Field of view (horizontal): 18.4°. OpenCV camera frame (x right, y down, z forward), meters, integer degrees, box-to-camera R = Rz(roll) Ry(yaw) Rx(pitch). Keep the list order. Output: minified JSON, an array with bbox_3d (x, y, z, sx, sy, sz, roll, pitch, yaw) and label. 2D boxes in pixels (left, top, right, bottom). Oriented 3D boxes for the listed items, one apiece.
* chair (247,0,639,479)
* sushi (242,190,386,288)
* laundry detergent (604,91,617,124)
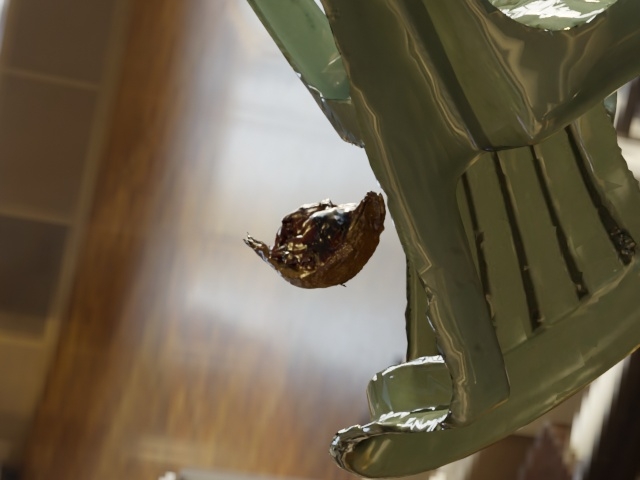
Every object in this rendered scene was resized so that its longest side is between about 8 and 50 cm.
[{"bbox_3d":[0.062,-0.065,0.565,0.190,0.203,0.274,0,116,64],"label":"chair"},{"bbox_3d":[0.000,0.000,1.168,0.099,0.047,0.050,-26,47,25],"label":"sushi"},{"bbox_3d":[0.100,-0.108,0.941,0.099,0.070,0.225,132,129,-77],"label":"laundry detergent"}]
